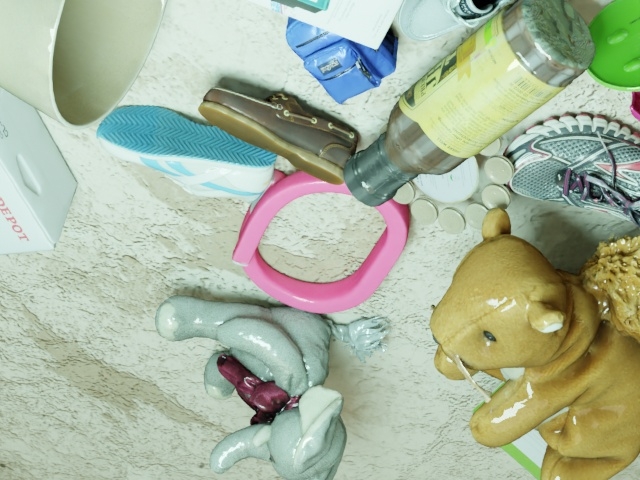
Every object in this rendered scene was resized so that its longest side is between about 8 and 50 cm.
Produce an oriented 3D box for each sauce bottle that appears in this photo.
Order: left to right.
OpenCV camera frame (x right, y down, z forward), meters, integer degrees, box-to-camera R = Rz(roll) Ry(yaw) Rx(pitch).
[{"bbox_3d":[0.152,-0.146,1.423,0.111,0.111,0.344,31,136,-22],"label":"sauce bottle"}]

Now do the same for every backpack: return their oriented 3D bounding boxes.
[{"bbox_3d":[0.021,-0.224,1.410,0.098,0.101,0.120,-25,125,25],"label":"backpack"}]

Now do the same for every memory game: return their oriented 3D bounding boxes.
[{"bbox_3d":[0.152,-0.090,1.544,0.186,0.012,0.186,17,128,24],"label":"memory game"}]

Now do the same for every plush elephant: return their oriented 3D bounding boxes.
[{"bbox_3d":[-0.061,0.240,1.815,0.330,0.255,0.272,-3,149,7],"label":"plush elephant"}]

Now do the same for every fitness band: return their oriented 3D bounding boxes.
[{"bbox_3d":[0.000,0.000,1.702,0.209,0.054,0.291,19,139,-11],"label":"fitness band"}]

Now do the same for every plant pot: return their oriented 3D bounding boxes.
[{"bbox_3d":[-0.335,-0.283,1.329,0.274,0.256,0.256,21,140,11],"label":"plant pot"}]

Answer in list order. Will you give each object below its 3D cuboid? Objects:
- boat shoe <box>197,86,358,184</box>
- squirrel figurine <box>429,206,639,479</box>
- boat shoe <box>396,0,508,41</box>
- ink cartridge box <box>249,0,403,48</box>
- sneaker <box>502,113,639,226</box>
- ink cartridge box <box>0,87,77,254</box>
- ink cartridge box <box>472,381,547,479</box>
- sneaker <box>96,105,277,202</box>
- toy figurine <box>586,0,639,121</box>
[{"bbox_3d":[-0.049,-0.142,1.542,0.207,0.073,0.073,26,168,-23],"label":"boat shoe"},{"bbox_3d":[0.323,0.093,1.575,0.397,0.281,0.370,-27,138,13],"label":"squirrel figurine"},{"bbox_3d":[0.161,-0.274,1.337,0.079,0.081,0.227,32,134,-24],"label":"boat shoe"},{"bbox_3d":[-0.026,-0.304,1.301,0.231,0.134,0.078,20,139,-10],"label":"ink cartridge box"},{"bbox_3d":[0.362,-0.071,1.501,0.299,0.112,0.121,6,140,10],"label":"sneaker"},{"bbox_3d":[-0.507,-0.089,1.644,0.306,0.131,0.226,-6,136,16],"label":"ink cartridge box"},{"bbox_3d":[0.387,0.238,1.875,0.255,0.097,0.189,-45,121,5],"label":"ink cartridge box"},{"bbox_3d":[-0.173,-0.103,1.595,0.229,0.087,0.092,14,141,-2],"label":"sneaker"},{"bbox_3d":[0.392,-0.188,1.388,0.173,0.130,0.159,-29,142,12],"label":"toy figurine"}]
